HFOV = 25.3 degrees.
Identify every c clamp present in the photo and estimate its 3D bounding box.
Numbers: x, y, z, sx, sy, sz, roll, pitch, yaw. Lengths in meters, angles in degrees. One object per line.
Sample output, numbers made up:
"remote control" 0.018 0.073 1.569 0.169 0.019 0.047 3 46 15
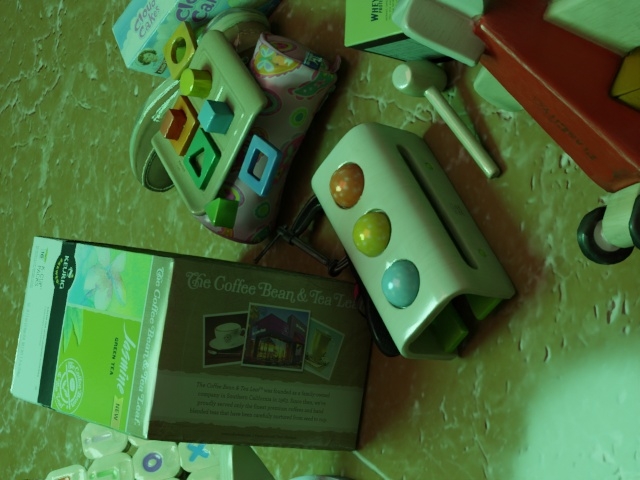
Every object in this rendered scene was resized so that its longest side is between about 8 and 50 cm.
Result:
"c clamp" 0.000 0.000 1.866 0.161 0.022 0.137 26 80 47

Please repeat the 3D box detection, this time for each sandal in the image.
"sandal" 0.069 0.069 1.764 0.040 0.067 0.179 -53 46 44

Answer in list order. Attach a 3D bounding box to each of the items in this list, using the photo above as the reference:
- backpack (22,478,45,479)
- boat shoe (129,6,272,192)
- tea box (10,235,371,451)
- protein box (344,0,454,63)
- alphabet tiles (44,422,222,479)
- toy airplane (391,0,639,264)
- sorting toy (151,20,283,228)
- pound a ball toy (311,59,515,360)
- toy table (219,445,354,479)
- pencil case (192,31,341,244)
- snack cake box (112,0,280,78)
"backpack" -0.404 0.470 2.139 0.253 0.191 0.225 -26 62 44
"boat shoe" -0.167 -0.182 2.042 0.324 0.123 0.116 -54 49 30
"tea box" -0.160 0.129 1.813 0.323 0.329 0.220 5 86 50
"protein box" 0.147 -0.327 1.688 0.201 0.136 0.199 -6 79 48
"alphabet tiles" -0.250 0.375 2.004 0.278 0.021 0.284 -17 66 8
"toy airplane" 0.264 -0.193 1.380 0.272 0.384 0.386 -45 49 -12
"sorting toy" -0.162 -0.161 1.905 0.196 0.047 0.347 -58 44 27
"pound a ball toy" 0.107 -0.047 1.685 0.208 0.136 0.319 -51 49 31
"toy table" -0.055 0.382 1.777 0.274 0.161 0.252 -32 61 41
"pencil case" -0.074 -0.137 1.928 0.124 0.124 0.284 41 113 45
"snack cake box" -0.161 -0.347 2.036 0.264 0.152 0.089 -47 51 34
